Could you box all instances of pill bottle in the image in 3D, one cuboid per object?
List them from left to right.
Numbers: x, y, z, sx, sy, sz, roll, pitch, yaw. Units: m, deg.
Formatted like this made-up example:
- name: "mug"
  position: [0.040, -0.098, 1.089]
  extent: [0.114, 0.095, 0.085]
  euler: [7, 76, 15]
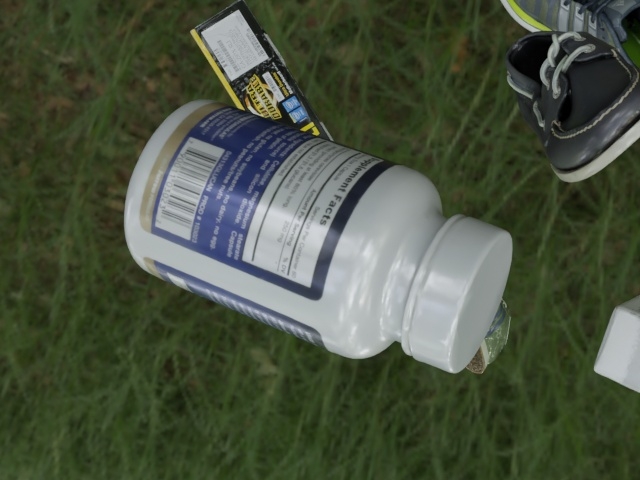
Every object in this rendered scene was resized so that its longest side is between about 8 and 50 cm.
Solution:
- name: "pill bottle"
  position: [0.000, 0.000, 0.536]
  extent: [0.169, 0.094, 0.094]
  euler: [22, 153, 22]

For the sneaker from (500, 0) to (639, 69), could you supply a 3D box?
- name: "sneaker"
  position: [0.318, -0.265, 1.288]
  extent: [0.300, 0.111, 0.121]
  euler: [43, 168, 6]

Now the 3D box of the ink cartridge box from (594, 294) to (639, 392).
- name: "ink cartridge box"
  position: [0.405, 0.105, 0.943]
  extent: [0.261, 0.066, 0.296]
  euler: [24, -161, 29]

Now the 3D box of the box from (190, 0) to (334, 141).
- name: "box"
  position: [-0.044, -0.143, 1.393]
  extent: [0.257, 0.079, 0.322]
  euler: [56, -179, 0]

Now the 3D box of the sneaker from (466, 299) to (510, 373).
- name: "sneaker"
  position: [0.254, 0.106, 1.739]
  extent: [0.064, 0.086, 0.192]
  euler: [19, 128, 39]

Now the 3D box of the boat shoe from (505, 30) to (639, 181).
- name: "boat shoe"
  position: [0.145, -0.088, 0.661]
  extent: [0.075, 0.206, 0.065]
  euler: [-42, 99, 10]
